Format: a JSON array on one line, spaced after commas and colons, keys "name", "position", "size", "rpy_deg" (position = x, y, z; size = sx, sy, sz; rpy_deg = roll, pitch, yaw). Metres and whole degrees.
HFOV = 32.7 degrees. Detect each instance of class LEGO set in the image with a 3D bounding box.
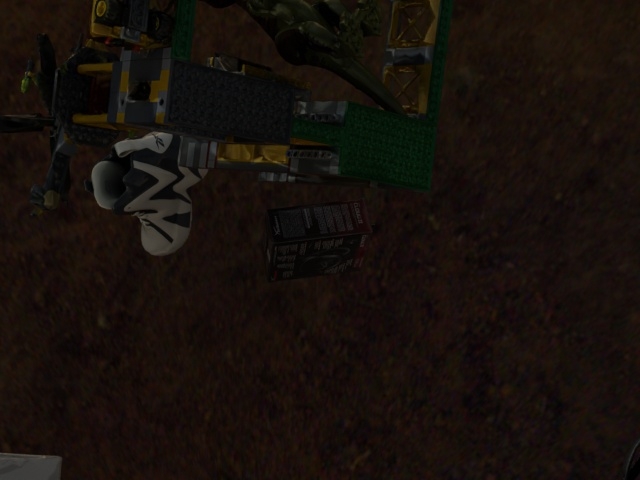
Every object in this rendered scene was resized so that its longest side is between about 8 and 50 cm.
[{"name": "LEGO set", "position": [-0.062, -0.147, 0.733], "size": [0.331, 0.192, 0.255], "rpy_deg": [-5, 98, -47]}]

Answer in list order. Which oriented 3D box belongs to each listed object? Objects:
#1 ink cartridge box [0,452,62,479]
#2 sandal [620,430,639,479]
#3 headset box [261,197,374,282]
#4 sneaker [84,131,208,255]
[{"name": "ink cartridge box", "position": [-0.400, 0.396, 1.245], "size": [0.131, 0.226, 0.306], "rpy_deg": [10, 76, -34]}, {"name": "sandal", "position": [0.359, 0.207, 1.128], "size": [0.054, 0.097, 0.254], "rpy_deg": [26, 59, 23]}, {"name": "headset box", "position": [0.000, 0.000, 0.823], "size": [0.083, 0.062, 0.032], "rpy_deg": [-8, 62, -11]}, {"name": "sneaker", "position": [-0.245, -0.059, 1.442], "size": [0.153, 0.235, 0.094], "rpy_deg": [-8, 61, -30]}]
